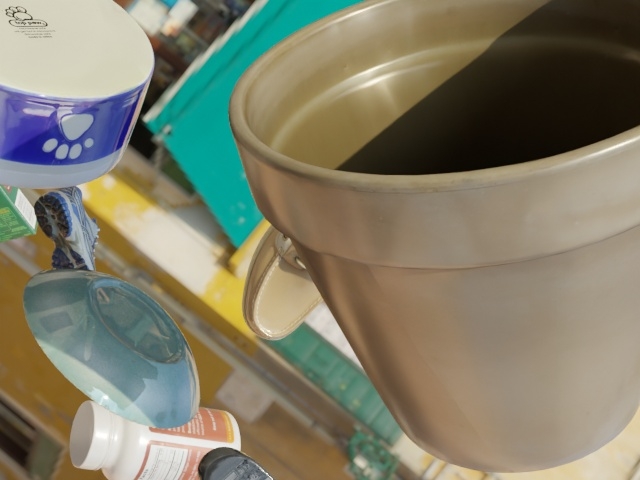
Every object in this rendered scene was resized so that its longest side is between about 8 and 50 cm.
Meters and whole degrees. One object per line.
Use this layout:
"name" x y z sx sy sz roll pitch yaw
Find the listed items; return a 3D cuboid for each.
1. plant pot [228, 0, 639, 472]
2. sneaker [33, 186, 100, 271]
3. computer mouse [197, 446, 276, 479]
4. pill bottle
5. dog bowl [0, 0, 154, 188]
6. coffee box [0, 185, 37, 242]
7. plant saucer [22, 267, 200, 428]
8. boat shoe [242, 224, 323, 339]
"plant pot" 0.121 -0.001 0.838 0.323 0.323 0.280 -49 137 -47
"sneaker" -0.255 0.003 1.269 0.058 0.052 0.135 -49 137 -52
"computer mouse" -0.048 0.322 1.306 0.071 0.242 0.041 -38 -174 -12
"pill bottle" -0.230 0.282 1.661 0.121 0.216 0.121 -33 -130 51
"dog bowl" -0.299 -0.171 1.152 0.104 0.265 0.265 -62 173 32
"coffee box" -0.453 -0.067 1.531 0.113 0.184 0.040 -14 -135 16
"plant saucer" -0.176 0.084 1.080 0.037 0.195 0.195 -47 180 19
"boat shoe" 0.000 0.000 1.662 0.341 0.122 0.110 -60 -160 10
